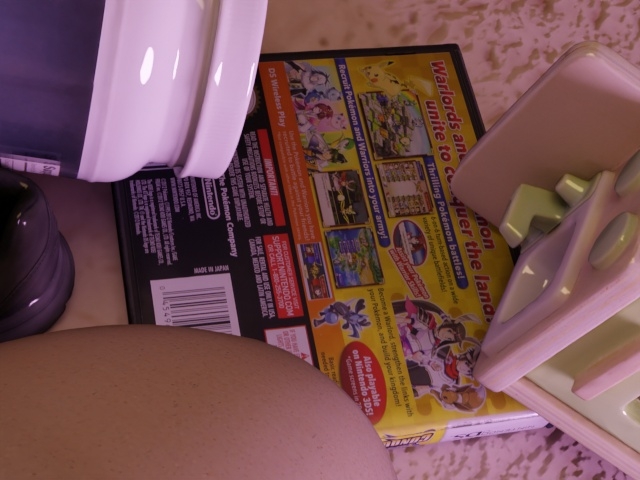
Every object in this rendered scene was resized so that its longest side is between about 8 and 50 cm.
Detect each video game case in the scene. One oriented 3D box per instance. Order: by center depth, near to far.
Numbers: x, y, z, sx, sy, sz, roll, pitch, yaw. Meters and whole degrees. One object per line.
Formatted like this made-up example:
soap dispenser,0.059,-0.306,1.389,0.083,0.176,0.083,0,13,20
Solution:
video game case,0.000,0.000,0.721,0.248,0.035,0.275,-5,63,-13

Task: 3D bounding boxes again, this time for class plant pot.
plant pot,-0.067,0.149,0.513,0.284,0.284,0.191,40,44,11

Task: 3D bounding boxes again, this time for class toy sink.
toy sink,0.181,0.031,0.638,0.234,0.153,0.131,35,51,-6

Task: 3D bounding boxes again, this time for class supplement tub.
supplement tub,-0.177,-0.135,0.623,0.272,0.191,0.191,8,61,-14

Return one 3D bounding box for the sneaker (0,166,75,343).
sneaker,-0.264,0.040,0.594,0.286,0.130,0.109,-33,75,-23
